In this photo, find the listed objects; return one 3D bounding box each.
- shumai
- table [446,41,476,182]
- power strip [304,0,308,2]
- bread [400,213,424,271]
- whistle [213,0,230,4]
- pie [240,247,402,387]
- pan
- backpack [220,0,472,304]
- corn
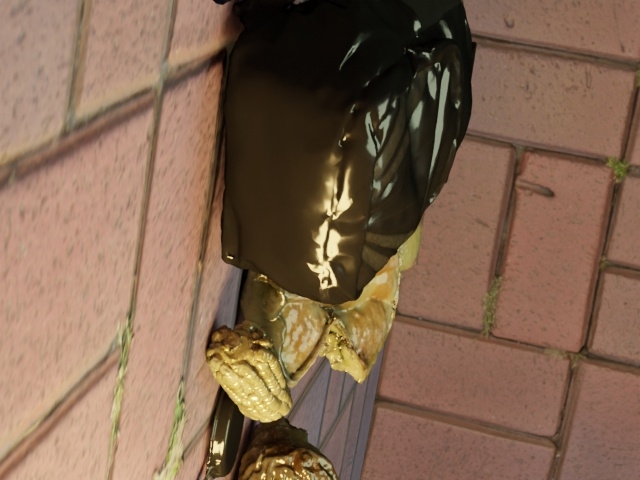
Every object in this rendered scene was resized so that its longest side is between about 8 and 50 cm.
[{"bbox_3d":[-0.062,0.345,2.246,0.176,0.166,0.206,-110,-147,-51],"label":"shumai"},{"bbox_3d":[0.130,-0.222,2.461,0.169,0.193,0.172,-69,167,-46],"label":"table"},{"bbox_3d":[-0.001,-0.269,2.078,0.227,0.029,0.080,86,19,-61],"label":"power strip"},{"bbox_3d":[0.075,-0.130,2.268,0.155,0.187,0.338,-11,116,-45],"label":"bread"},{"bbox_3d":[-0.034,-0.289,1.546,0.304,0.062,0.062,-37,140,-62],"label":"whistle"},{"bbox_3d":[0.013,0.048,2.093,0.337,0.075,0.338,-18,113,-52],"label":"pie"},{"bbox_3d":[-0.133,0.282,1.983,0.136,0.028,0.235,89,16,-52],"label":"pan"},{"bbox_3d":[0.037,-0.155,1.772,0.445,0.254,0.363,-43,146,-51],"label":"backpack"},{"bbox_3d":[-0.086,0.170,1.912,0.211,0.087,0.087,77,26,-61],"label":"corn"}]
